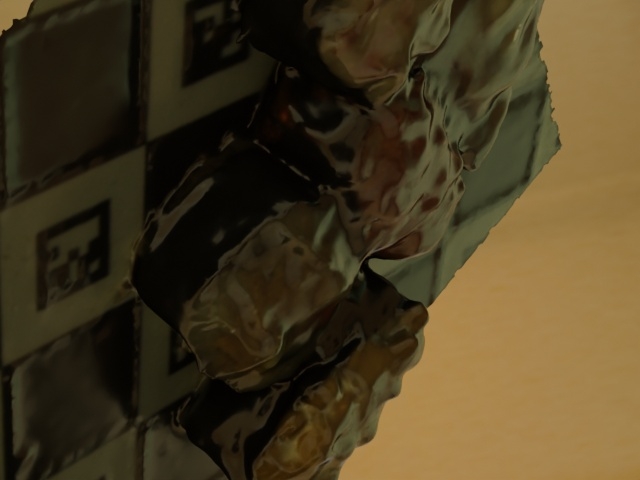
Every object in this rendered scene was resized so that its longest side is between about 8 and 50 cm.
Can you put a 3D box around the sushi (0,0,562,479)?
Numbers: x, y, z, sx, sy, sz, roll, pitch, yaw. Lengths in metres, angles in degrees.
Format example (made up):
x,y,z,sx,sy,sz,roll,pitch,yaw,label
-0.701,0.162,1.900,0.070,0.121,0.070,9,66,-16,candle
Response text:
x,y,z,sx,sy,sz,roll,pitch,yaw,label
0.000,0.000,0.549,0.059,0.292,0.294,32,160,30,sushi
